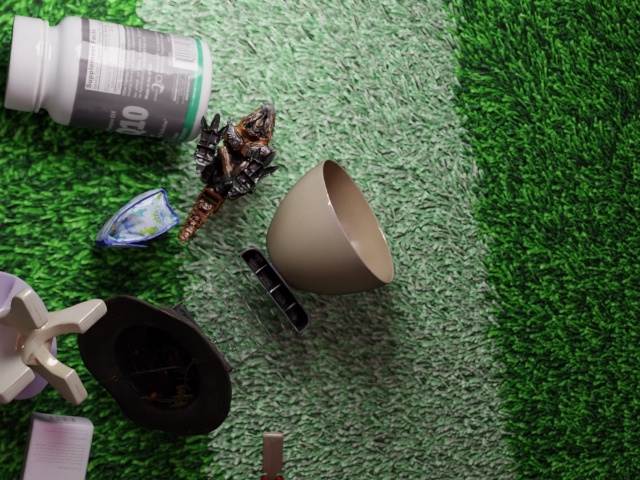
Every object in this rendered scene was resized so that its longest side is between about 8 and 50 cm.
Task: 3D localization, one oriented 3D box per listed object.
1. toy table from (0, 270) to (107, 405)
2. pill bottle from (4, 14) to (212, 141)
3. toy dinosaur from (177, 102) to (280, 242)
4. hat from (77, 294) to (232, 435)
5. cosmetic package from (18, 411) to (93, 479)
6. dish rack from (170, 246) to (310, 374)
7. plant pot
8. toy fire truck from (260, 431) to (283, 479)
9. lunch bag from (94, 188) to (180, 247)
[{"bbox_3d":[-0.521,0.183,1.584,0.252,0.161,0.274,-57,139,-30],"label":"toy table"},{"bbox_3d":[-0.403,-0.310,1.679,0.361,0.204,0.204,6,86,-21],"label":"pill bottle"},{"bbox_3d":[-0.174,-0.137,1.757,0.164,0.218,0.322,12,79,-7],"label":"toy dinosaur"},{"bbox_3d":[-0.297,0.218,1.717,0.331,0.331,0.134,51,35,-13],"label":"hat"},{"bbox_3d":[-0.512,0.454,1.681,0.117,0.085,0.231,12,87,-22],"label":"cosmetic package"},{"bbox_3d":[-0.183,0.163,1.801,0.271,0.074,0.208,-37,101,-4],"label":"dish rack"},{"bbox_3d":[0.000,0.000,1.820,0.191,0.284,0.284,-27,101,17],"label":"plant pot"},{"bbox_3d":[-0.154,0.517,1.797,0.217,0.158,0.246,7,74,-21],"label":"toy fire truck"},{"bbox_3d":[-0.365,-0.030,1.726,0.151,0.129,0.096,-29,99,-20],"label":"lunch bag"}]
